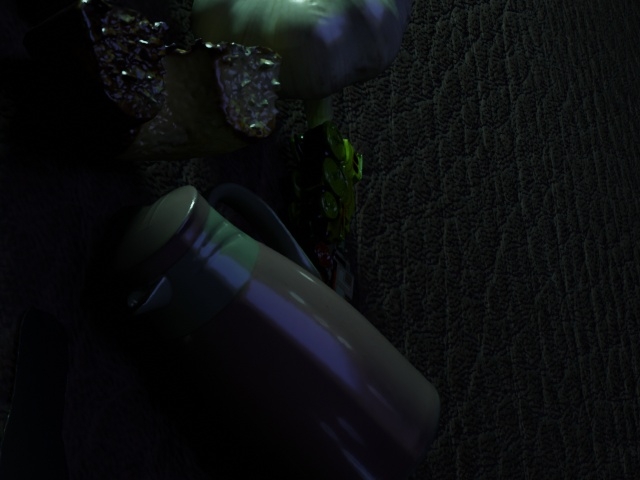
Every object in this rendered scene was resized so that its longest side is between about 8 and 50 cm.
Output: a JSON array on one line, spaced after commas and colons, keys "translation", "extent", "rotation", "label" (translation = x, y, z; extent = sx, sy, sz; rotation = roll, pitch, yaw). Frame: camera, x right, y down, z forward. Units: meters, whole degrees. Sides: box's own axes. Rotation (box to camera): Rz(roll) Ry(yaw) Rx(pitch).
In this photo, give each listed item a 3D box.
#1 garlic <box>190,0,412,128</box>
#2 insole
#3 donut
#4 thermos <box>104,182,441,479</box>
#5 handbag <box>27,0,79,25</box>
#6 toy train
[{"translation": [-0.012, -0.169, 1.370], "extent": [0.226, 0.199, 0.199], "rotation": [83, 8, -49], "label": "garlic"}, {"translation": [-0.186, 0.127, 0.987], "extent": [0.064, 0.004, 0.188], "rotation": [36, 41, -43], "label": "insole"}, {"translation": [-0.130, -0.108, 1.122], "extent": [0.217, 0.141, 0.085], "rotation": [5, 74, -49], "label": "donut"}, {"translation": [-0.042, 0.068, 1.138], "extent": [0.265, 0.146, 0.176], "rotation": [48, 37, -21], "label": "thermos"}, {"translation": [-0.202, -0.306, 1.198], "extent": [0.223, 0.080, 0.247], "rotation": [57, 31, -17], "label": "handbag"}, {"translation": [0.000, 0.000, 1.343], "extent": [0.085, 0.053, 0.250], "rotation": [49, 33, -39], "label": "toy train"}]
